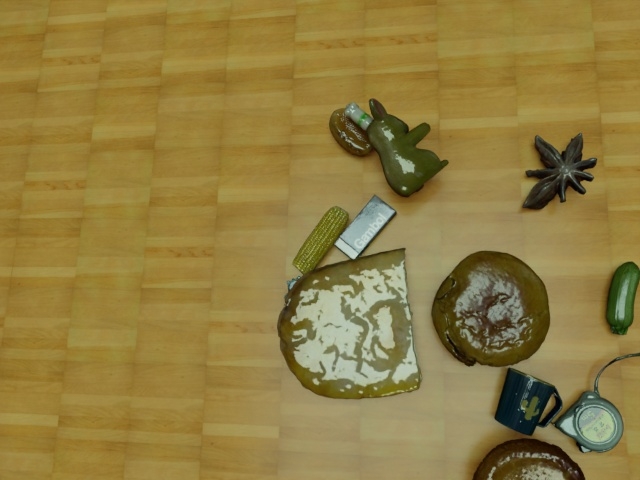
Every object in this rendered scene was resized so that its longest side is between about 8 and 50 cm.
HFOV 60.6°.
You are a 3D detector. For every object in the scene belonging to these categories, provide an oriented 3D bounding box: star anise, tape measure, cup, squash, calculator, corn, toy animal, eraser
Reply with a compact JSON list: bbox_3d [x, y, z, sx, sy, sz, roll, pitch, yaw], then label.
[{"bbox_3d":[0.734,-0.214,1.676,0.199,0.110,0.257,4,71,26],"label":"star anise"},{"bbox_3d":[0.815,0.447,1.526,0.330,0.084,0.164,-44,77,2],"label":"tape measure"},{"bbox_3d":[0.590,0.464,1.550,0.177,0.131,0.155,23,87,-3],"label":"cup"},{"bbox_3d":[0.876,0.165,1.586,0.078,0.068,0.219,16,81,-20],"label":"squash"},{"bbox_3d":[-0.068,0.186,1.763,0.094,0.019,0.141,-21,74,4],"label":"calculator"},{"bbox_3d":[0.000,0.000,1.758,0.081,0.081,0.248,35,86,14],"label":"corn"},{"bbox_3d":[0.236,-0.312,1.704,0.181,0.181,0.362,-21,80,-27],"label":"toy animal"},{"bbox_3d":[0.145,-0.039,1.760,0.092,0.046,0.212,39,86,14],"label":"eraser"}]

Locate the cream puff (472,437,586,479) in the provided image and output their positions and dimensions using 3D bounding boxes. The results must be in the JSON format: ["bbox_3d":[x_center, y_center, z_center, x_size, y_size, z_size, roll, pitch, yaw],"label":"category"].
[{"bbox_3d":[0.556,0.678,1.462,0.303,0.212,0.302,-5,76,19],"label":"cream puff"}]

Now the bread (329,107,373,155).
[{"bbox_3d":[0.102,-0.355,1.820,0.114,0.077,0.189,-33,81,-18],"label":"bread"}]

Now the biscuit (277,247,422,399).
[{"bbox_3d":[0.092,0.275,1.673,0.447,0.104,0.428,-13,80,4],"label":"biscuit"}]

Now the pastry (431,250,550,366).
[{"bbox_3d":[0.496,0.199,1.596,0.357,0.164,0.355,-2,75,8],"label":"pastry"}]
